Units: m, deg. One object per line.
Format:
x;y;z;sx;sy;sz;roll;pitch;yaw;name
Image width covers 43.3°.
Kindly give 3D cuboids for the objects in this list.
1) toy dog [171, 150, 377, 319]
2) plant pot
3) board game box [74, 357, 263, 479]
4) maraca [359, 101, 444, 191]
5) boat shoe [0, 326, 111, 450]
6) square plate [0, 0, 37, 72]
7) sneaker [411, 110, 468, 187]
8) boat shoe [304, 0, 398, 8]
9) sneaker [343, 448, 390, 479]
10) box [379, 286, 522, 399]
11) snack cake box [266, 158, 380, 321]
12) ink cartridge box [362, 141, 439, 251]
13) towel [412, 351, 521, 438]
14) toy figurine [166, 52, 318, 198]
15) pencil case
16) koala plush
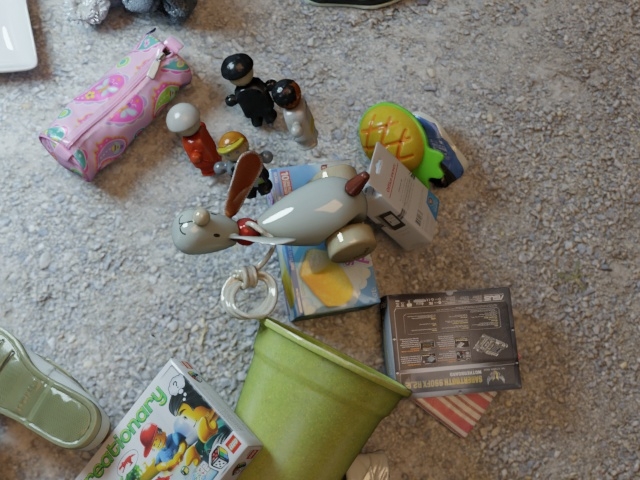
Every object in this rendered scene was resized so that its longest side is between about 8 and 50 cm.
-0.047;-0.045;1.255;0.334;0.161;0.220;-29;71;-29;toy dog
-0.032;0.289;1.276;0.276;0.276;0.253;27;85;-5;plant pot
-0.247;0.355;1.208;0.193;0.053;0.305;41;96;28;board game box
0.147;-0.169;1.473;0.185;0.127;0.099;47;41;6;maraca
-0.459;0.232;1.262;0.302;0.103;0.113;34;77;17;boat shoe
-0.689;-0.429;1.390;0.347;0.049;0.343;-10;79;-14;square plate
0.203;-0.167;1.513;0.084;0.058;0.152;-42;95;-26;sneaker
0.079;-0.499;1.554;0.233;0.079;0.084;-8;78;-15;boat shoe
0.054;0.465;1.335;0.115;0.090;0.232;3;69;-4;sneaker
0.227;0.180;1.413;0.231;0.056;0.183;-4;81;-11;box
0.000;0.000;1.418;0.152;0.089;0.264;-9;80;-13;snack cake box
0.128;-0.077;1.425;0.180;0.060;0.104;40;47;-28;ink cartridge box
0.256;0.238;1.452;0.144;0.029;0.197;39;76;-1;towel
-0.128;-0.198;1.363;0.213;0.148;0.210;-44;47;-16;toy figurine
-0.345;-0.232;1.382;0.124;0.124;0.284;42;74;0;pencil case
-0.347;-0.468;1.426;0.221;0.203;0.196;-7;69;8;koala plush
